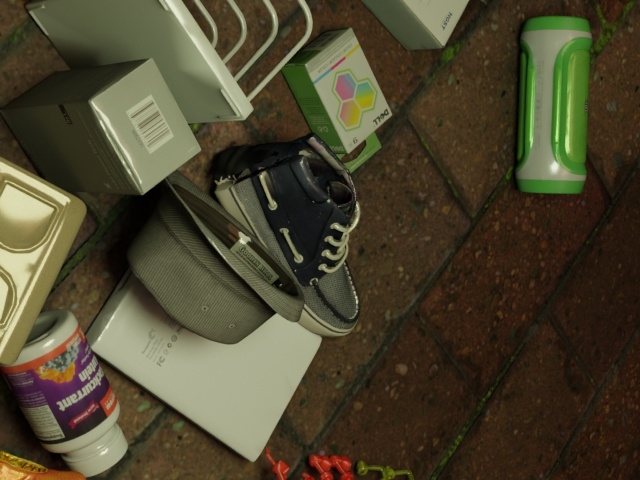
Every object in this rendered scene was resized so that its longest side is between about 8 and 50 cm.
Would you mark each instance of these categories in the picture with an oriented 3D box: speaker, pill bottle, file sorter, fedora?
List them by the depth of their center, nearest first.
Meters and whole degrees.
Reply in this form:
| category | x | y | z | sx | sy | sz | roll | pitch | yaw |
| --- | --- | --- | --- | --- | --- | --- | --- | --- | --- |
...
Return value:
| category | x | y | z | sx | sy | sz | roll | pitch | yaw |
| --- | --- | --- | --- | --- | --- | --- | --- | --- | --- |
| file sorter | -0.175 | -0.266 | 1.320 | 0.173 | 0.278 | 0.193 | -51 | 123 | -27 |
| pill bottle | -0.312 | 0.191 | 1.354 | 0.108 | 0.108 | 0.193 | -36 | 116 | -32 |
| fedora | -0.147 | 0.034 | 1.383 | 0.124 | 0.243 | 0.275 | -45 | 134 | 6 |
| speaker | 0.400 | -0.230 | 1.899 | 0.131 | 0.131 | 0.296 | -2 | 95 | -40 |

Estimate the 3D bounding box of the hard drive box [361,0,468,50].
| category | x | y | z | sx | sy | sz | roll | pitch | yaw |
| --- | --- | --- | --- | --- | --- | --- | --- | --- | --- |
| hard drive box | 0.131 | -0.432 | 1.681 | 0.232 | 0.089 | 0.181 | 41 | 68 | -34 |

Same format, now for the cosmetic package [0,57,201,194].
| category | x | y | z | sx | sy | sz | roll | pitch | yaw |
| --- | --- | --- | --- | --- | --- | --- | --- | --- | --- |
| cosmetic package | -0.260 | -0.130 | 1.288 | 0.107 | 0.238 | 0.127 | -43 | 116 | -32 |

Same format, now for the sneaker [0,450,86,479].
| category | x | y | z | sx | sy | sz | roll | pitch | yaw |
| --- | --- | --- | --- | --- | --- | --- | --- | --- | --- |
| sneaker | -0.367 | 0.283 | 1.312 | 0.175 | 0.064 | 0.067 | 3 | 97 | -15 |

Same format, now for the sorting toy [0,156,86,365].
| category | x | y | z | sx | sy | sz | roll | pitch | yaw |
| --- | --- | --- | --- | --- | --- | --- | --- | --- | --- |
| sorting toy | -0.418 | 0.044 | 1.227 | 0.229 | 0.041 | 0.307 | 31 | 71 | -28 |

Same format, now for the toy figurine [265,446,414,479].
| category | x | y | z | sx | sy | sz | roll | pitch | yaw |
| --- | --- | --- | --- | --- | --- | --- | --- | --- | --- |
| toy figurine | 0.015 | 0.467 | 1.668 | 0.363 | 0.191 | 0.217 | 18 | 112 | -46 |

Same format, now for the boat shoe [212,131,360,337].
| category | x | y | z | sx | sy | sz | roll | pitch | yaw |
| --- | --- | --- | --- | --- | --- | --- | --- | --- | --- |
| boat shoe | 0.000 | 0.000 | 1.547 | 0.340 | 0.158 | 0.127 | 54 | 41 | -29 |

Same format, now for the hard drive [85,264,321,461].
| category | x | y | z | sx | sy | sz | roll | pitch | yaw |
| --- | --- | --- | --- | --- | --- | --- | --- | --- | --- |
| hard drive | -0.153 | 0.139 | 1.525 | 0.319 | 0.040 | 0.210 | 43 | 67 | -34 |

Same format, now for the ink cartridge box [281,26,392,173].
| category | x | y | z | sx | sy | sz | roll | pitch | yaw |
| --- | --- | --- | --- | --- | --- | --- | --- | --- | --- |
| ink cartridge box | 0.036 | -0.197 | 1.639 | 0.109 | 0.062 | 0.209 | -43 | 119 | -30 |
